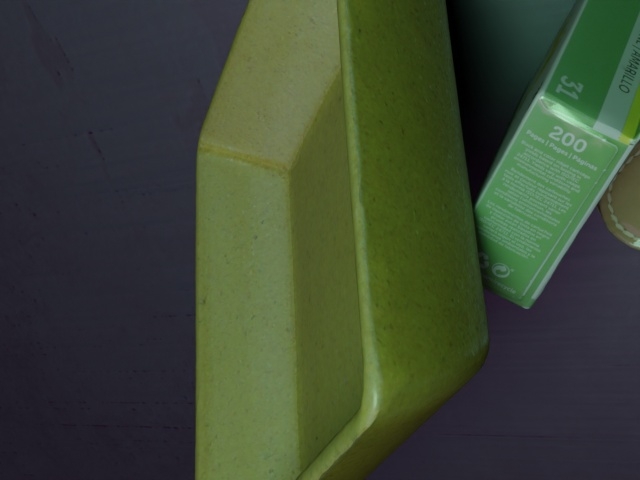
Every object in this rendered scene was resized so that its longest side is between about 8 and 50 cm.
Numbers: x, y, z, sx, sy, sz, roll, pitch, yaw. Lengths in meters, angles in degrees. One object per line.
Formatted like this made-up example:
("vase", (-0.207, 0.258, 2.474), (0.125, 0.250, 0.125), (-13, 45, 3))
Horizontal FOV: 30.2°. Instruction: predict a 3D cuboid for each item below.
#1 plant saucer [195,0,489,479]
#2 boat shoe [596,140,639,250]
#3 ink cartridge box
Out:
("plant saucer", (0.000, 0.000, 0.660), (0.081, 0.332, 0.332), (6, 151, -16))
("boat shoe", (0.273, -0.052, 0.570), (0.341, 0.110, 0.121), (-20, 112, 41))
("ink cartridge box", (0.147, -0.099, 0.569), (0.056, 0.171, 0.235), (27, 135, 4))
